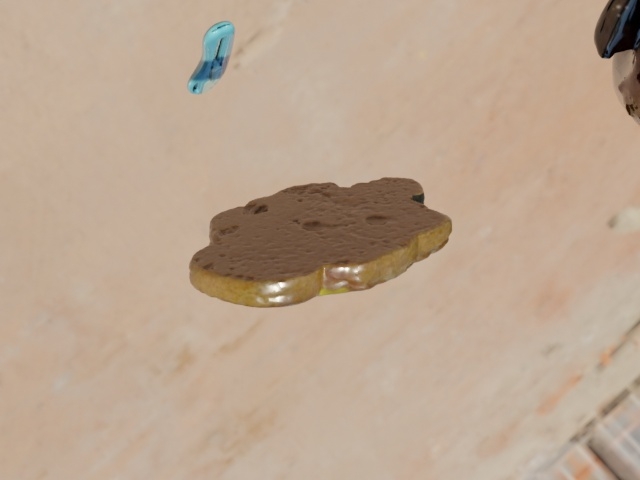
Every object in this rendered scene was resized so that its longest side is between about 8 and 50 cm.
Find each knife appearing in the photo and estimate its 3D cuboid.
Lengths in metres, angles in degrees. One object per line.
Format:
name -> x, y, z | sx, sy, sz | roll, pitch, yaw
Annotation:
knife -> -0.154, -0.256, 1.979 | 0.064, 0.031, 0.222 | -29, 171, -17

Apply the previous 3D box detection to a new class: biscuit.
biscuit -> 0.000, 0.000, 1.307 | 0.290, 0.208, 0.041 | -27, 122, -44

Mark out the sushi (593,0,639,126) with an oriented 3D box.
sushi -> 0.274, -0.135, 0.793 | 0.215, 0.212, 0.227 | -41, 155, -39
